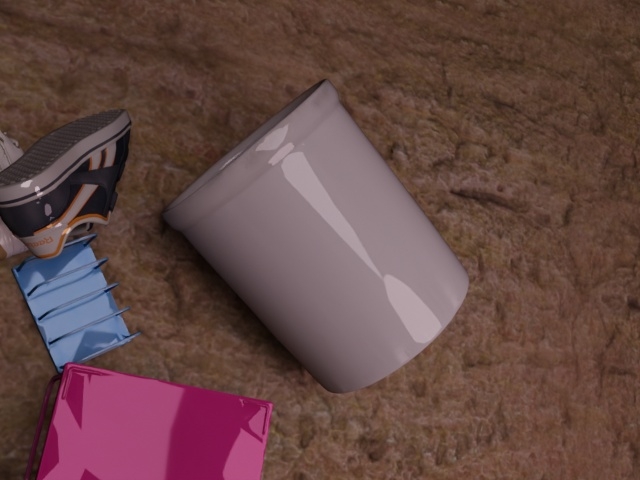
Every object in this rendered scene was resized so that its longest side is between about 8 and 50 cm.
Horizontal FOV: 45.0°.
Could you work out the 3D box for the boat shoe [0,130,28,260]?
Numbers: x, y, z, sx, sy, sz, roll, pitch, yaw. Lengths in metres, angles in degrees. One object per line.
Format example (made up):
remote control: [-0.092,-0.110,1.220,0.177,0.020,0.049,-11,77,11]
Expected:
boat shoe: [-0.474,-0.112,1.111,0.096,0.098,0.277,-23,104,-43]

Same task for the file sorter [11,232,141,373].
file sorter: [-0.351,0.088,1.123,0.118,0.104,0.170,-24,90,-32]

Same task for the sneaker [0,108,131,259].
sneaker: [-0.358,-0.087,1.120,0.321,0.126,0.127,-66,144,-58]

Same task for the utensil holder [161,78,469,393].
utensil holder: [0.000,0.000,1.212,0.385,0.328,0.327,51,60,-11]

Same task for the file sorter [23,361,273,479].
file sorter: [-0.249,0.303,1.081,0.291,0.182,0.202,17,72,-24]
